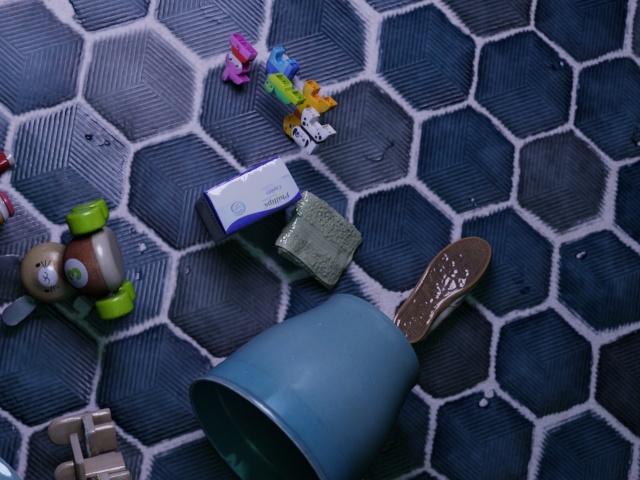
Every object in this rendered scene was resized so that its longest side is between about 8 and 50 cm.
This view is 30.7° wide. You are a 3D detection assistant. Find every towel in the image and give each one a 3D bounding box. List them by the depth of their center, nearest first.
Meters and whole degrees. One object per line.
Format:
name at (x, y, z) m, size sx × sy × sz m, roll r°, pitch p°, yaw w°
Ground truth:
towel at (0.000, 0.000, 1.760) m, size 0.148 × 0.027 × 0.110 m, roll 39°, pitch 74°, yaw -42°

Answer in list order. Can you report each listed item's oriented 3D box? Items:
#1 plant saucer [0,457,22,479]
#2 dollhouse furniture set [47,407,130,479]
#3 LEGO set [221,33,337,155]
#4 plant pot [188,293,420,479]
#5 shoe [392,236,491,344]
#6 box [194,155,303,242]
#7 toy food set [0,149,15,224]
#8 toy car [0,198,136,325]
plant saucer at (-0.489, 0.399, 1.530) m, size 0.318 × 0.044 × 0.317 m, roll 7°, pitch 107°, yaw 22°
dollhouse furniture set at (-0.339, 0.388, 1.589) m, size 0.161 × 0.212 × 0.242 m, roll -9°, pitch 115°, yaw -16°
LEGO set at (-0.055, -0.207, 1.764) m, size 0.087 × 0.093 × 0.227 m, roll -18°, pitch 59°, yaw -48°
plant pot at (-0.003, 0.221, 1.668) m, size 0.255 × 0.272 × 0.271 m, roll -42°, pitch 96°, yaw -29°
shoe at (0.184, 0.080, 1.821) m, size 0.076 × 0.058 × 0.219 m, roll 41°, pitch 73°, yaw 13°
box at (-0.108, -0.059, 1.713) m, size 0.126 × 0.137 × 0.072 m, roll -27°, pitch 91°, yaw -14°
toy food set at (-0.472, -0.113, 1.636) m, size 0.104 × 0.111 × 0.232 m, roll -28°, pitch 66°, yaw -19°
toy car at (-0.374, 0.046, 1.648) m, size 0.188 × 0.149 × 0.155 m, roll -17°, pitch 100°, yaw -3°
